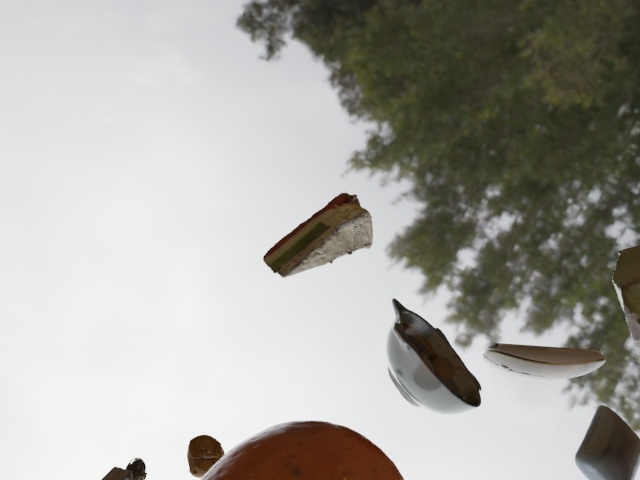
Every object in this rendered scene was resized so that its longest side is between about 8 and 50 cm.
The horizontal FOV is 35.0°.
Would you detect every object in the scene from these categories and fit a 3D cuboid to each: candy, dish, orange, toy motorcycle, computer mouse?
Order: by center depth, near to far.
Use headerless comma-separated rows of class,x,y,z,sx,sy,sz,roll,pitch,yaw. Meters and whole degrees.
orange,-0.046,0.452,1.377,0.326,0.424,0.424,42,-155,16
dish,0.171,0.215,1.721,0.236,0.086,0.228,44,-163,-18
toy motorcycle,-0.392,0.511,1.907,0.073,0.152,0.225,11,-163,19
candy,0.575,0.423,2.011,0.138,0.071,0.174,47,-136,-4
computer mouse,0.454,0.250,2.074,0.245,0.056,0.126,5,159,0

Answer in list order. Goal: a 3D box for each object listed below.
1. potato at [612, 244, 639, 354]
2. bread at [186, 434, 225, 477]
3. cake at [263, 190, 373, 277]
potato,0.482,0.043,1.184,0.255,0.112,0.269,-19,-176,19
bread,-0.221,0.418,1.960,0.081,0.083,0.046,18,171,20
cake,0.003,-0.017,1.934,0.221,0.116,0.086,-15,-144,-27
